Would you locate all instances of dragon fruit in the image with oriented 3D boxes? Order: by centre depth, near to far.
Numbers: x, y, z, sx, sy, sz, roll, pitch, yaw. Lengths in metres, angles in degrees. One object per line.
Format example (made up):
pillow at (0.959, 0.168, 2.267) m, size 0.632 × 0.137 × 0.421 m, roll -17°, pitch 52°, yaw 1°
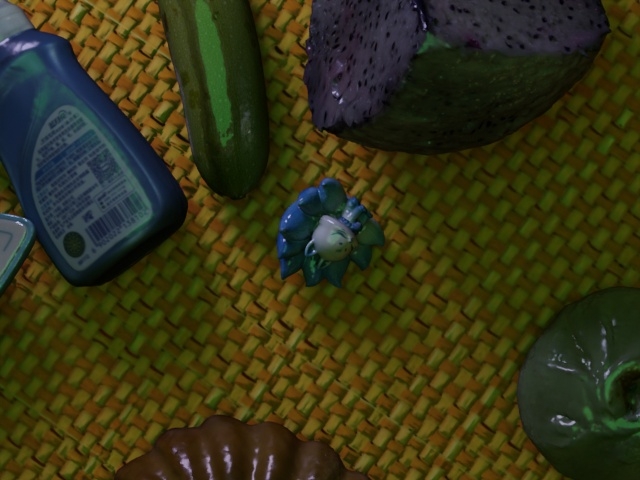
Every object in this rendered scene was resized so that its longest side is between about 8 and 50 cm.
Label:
dragon fruit at (0.122, -0.191, 1.787) m, size 0.221 × 0.204 × 0.283 m, roll 9°, pitch 48°, yaw -21°

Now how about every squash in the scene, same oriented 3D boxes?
squash at (-0.109, -0.207, 1.856) m, size 0.094 × 0.094 × 0.341 m, roll -11°, pitch 88°, yaw 4°

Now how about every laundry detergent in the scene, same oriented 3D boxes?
laundry detergent at (-0.256, -0.104, 1.868) m, size 0.143 × 0.094 × 0.290 m, roll -36°, pitch 84°, yaw 21°

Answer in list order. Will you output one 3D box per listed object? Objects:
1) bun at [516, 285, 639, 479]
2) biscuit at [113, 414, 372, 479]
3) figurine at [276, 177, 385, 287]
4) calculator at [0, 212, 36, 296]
bun at (0.280, 0.141, 1.809) m, size 0.195 × 0.118 × 0.195 m, roll 0°, pitch 92°, yaw 7°
biscuit at (-0.081, 0.329, 1.846) m, size 0.325 × 0.107 × 0.326 m, roll 0°, pitch 88°, yaw 7°
figurine at (0.000, 0.000, 1.849) m, size 0.114 × 0.079 × 0.114 m, roll -16°, pitch 124°, yaw -26°
calculator at (-0.466, 0.049, 1.883) m, size 0.386 × 0.054 × 0.256 m, roll -42°, pitch 77°, yaw 5°
